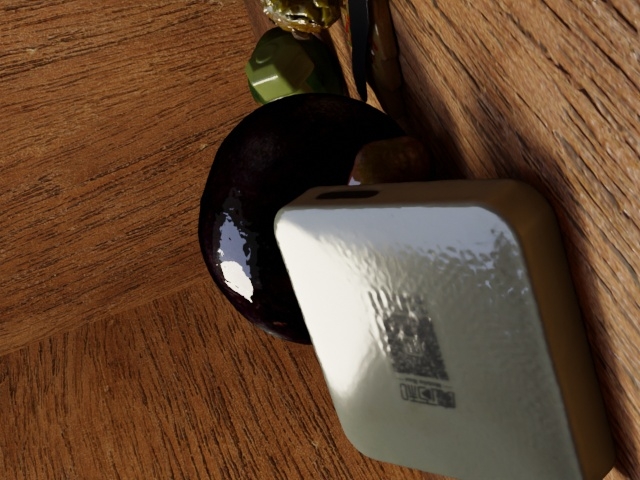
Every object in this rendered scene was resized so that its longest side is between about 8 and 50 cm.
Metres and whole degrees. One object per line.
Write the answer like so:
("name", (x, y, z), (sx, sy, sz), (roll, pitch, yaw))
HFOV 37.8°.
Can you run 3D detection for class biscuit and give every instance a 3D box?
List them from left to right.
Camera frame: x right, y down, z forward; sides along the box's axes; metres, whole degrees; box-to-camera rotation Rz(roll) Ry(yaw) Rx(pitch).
("biscuit", (0.075, -0.295, 1.393), (0.238, 0.041, 0.212), (82, 168, -74))

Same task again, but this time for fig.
("fig", (-0.029, -0.320, 1.894), (0.245, 0.195, 0.195), (33, 168, 9))

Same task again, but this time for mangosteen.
("mangosteen", (0.015, -0.023, 1.373), (0.435, 0.382, 0.382), (28, 140, 64))

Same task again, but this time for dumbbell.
("dumbbell", (-0.013, -0.238, 1.702), (0.108, 0.121, 0.302), (19, 159, 48))

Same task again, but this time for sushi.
("sushi", (-0.060, -0.467, 1.585), (0.179, 0.167, 0.296), (29, -139, -60))

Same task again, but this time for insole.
("insole", (0.055, -0.300, 1.352), (0.253, 0.005, 0.086), (86, 165, -56))

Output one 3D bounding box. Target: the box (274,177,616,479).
("box", (0.135, 0.111, 1.084), (0.367, 0.090, 0.372), (2, 118, 46))
